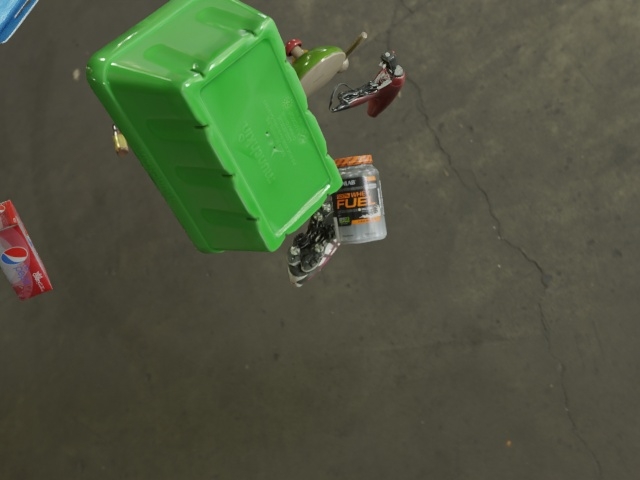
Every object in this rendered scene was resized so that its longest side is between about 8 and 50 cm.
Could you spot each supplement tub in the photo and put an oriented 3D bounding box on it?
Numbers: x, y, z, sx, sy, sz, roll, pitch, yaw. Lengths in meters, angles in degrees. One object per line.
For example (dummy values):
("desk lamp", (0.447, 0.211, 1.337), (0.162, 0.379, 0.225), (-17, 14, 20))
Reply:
("supplement tub", (0.081, -0.092, 1.566), (0.117, 0.117, 0.190), (-6, 95, 31))

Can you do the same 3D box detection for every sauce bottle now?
("sauce bottle", (-0.666, -0.334, 2.307), (0.042, 0.042, 0.128), (-34, 56, 15))

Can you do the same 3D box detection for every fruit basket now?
("fruit basket", (-0.173, -0.193, 1.076), (0.392, 0.392, 0.283), (25, 60, 39))

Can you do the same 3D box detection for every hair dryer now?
("hair dryer", (0.130, -0.415, 1.921), (0.223, 0.293, 0.080), (-32, 72, 10))

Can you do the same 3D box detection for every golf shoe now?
("golf shoe", (0.000, 0.000, 1.742), (0.105, 0.120, 0.273), (33, 53, 15))

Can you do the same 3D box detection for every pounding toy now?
("pounding toy", (-0.020, -0.467, 1.783), (0.237, 0.183, 0.110), (-37, 84, -25))

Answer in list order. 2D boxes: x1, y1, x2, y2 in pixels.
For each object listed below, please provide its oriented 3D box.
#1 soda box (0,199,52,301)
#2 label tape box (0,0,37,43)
("soda box", (-0.733, 0.030, 1.677), (0.083, 0.263, 0.092), (-23, 56, -17))
("label tape box", (-0.771, -0.564, 1.558), (0.347, 0.115, 0.249), (12, 67, 36))
